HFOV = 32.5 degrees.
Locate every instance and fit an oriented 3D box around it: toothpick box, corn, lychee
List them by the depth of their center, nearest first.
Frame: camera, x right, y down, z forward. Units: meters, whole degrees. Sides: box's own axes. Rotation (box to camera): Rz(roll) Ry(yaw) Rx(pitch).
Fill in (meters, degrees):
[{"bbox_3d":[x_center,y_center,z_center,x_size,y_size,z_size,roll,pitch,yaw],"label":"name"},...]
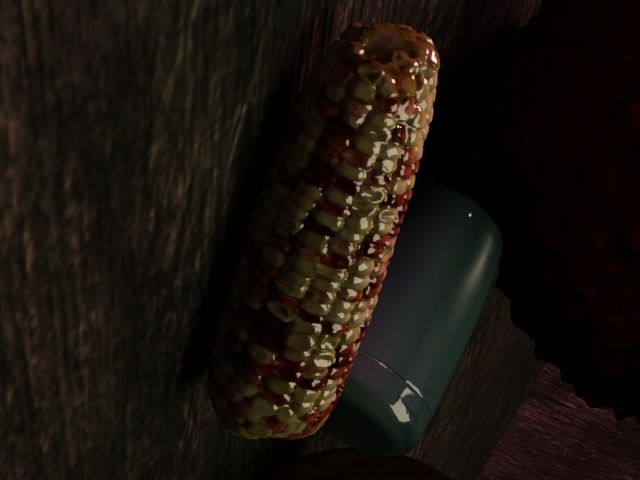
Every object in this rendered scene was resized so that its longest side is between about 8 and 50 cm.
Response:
[{"bbox_3d":[0.000,0.000,0.617,0.086,0.086,0.253,-29,143,-60],"label":"corn"},{"bbox_3d":[0.053,0.050,0.789,0.184,0.120,0.120,-58,163,-22],"label":"toothpick box"},{"bbox_3d":[0.328,-0.054,0.943,0.500,0.424,0.425,-67,175,-60],"label":"lychee"}]

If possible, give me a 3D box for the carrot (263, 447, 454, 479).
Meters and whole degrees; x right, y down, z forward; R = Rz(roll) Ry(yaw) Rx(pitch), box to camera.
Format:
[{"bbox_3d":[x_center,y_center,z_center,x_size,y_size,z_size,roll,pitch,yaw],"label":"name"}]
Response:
[{"bbox_3d":[0.028,0.301,0.895,0.241,0.241,0.341,-51,163,-33],"label":"carrot"}]
